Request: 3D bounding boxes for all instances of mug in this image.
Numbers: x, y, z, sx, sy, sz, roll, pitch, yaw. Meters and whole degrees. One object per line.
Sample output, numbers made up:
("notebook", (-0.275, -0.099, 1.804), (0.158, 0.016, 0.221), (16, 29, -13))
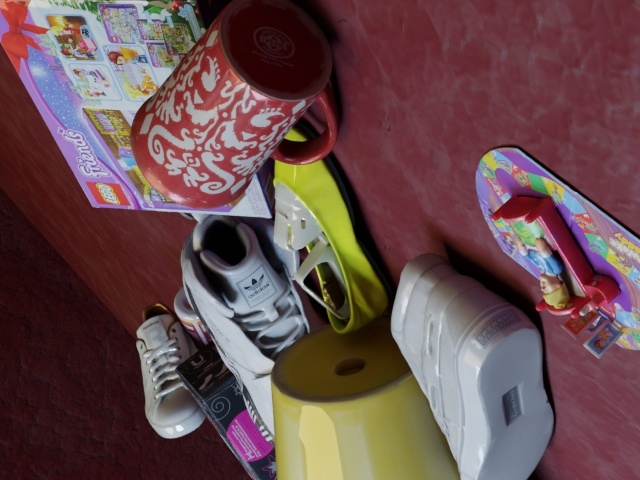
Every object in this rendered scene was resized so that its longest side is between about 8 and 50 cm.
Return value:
("mug", (-0.055, -0.115, 0.840), (0.169, 0.150, 0.113), (-40, 73, 55))

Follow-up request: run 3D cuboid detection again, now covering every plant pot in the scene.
("plant pot", (0.056, 0.215, 1.058), (0.254, 0.254, 0.239), (24, 134, 57))

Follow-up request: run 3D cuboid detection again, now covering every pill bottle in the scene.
("pill bottle", (-0.177, 0.137, 1.747), (0.086, 0.086, 0.152), (38, 159, 38))

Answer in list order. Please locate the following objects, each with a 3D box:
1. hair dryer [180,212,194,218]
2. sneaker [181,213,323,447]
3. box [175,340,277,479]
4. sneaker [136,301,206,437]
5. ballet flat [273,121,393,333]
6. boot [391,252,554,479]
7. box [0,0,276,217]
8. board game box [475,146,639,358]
("hair dryer", (-0.251, -0.149, 1.317), (0.293, 0.080, 0.223), (58, 174, 3))
("sneaker", (-0.054, 0.112, 1.243), (0.366, 0.137, 0.210), (53, 167, 20))
("box", (-0.073, 0.251, 1.583), (0.247, 0.163, 0.142), (59, 165, -26))
("sneaker", (-0.252, 0.199, 1.696), (0.123, 0.106, 0.290), (64, 179, -29))
("ballet flat", (0.000, 0.000, 0.995), (0.077, 0.077, 0.231), (32, 155, 50))
("boot", (0.128, 0.118, 0.921), (0.123, 0.095, 0.258), (45, 155, 39))
("box", (-0.164, -0.133, 0.993), (0.201, 0.057, 0.293), (4, 145, 14))
("board game box", (0.153, 0.015, 0.701), (0.168, 0.033, 0.133), (42, 162, 27))
